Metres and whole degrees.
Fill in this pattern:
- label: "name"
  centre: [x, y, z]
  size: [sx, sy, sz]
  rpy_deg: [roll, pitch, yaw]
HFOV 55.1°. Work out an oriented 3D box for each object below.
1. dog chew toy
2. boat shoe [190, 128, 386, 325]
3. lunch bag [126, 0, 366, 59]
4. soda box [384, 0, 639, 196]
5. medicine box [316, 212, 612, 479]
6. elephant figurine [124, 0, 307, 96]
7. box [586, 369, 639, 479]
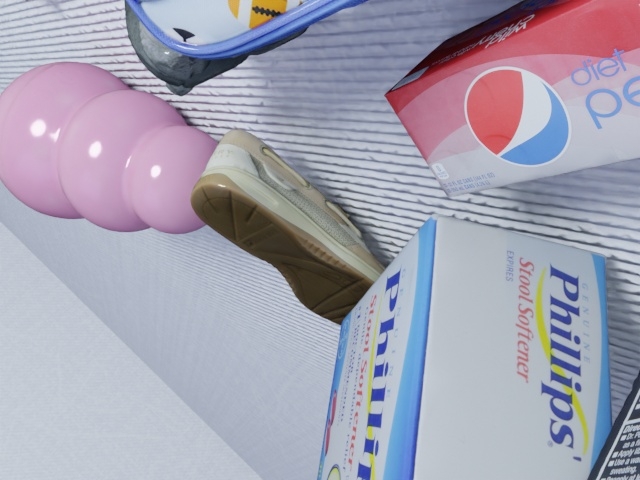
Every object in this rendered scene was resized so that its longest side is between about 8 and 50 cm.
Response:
- label: "dog chew toy"
  centre: [-0.254, -0.104, 0.775]
  size: [0.331, 0.207, 0.207]
  rpy_deg: [21, 144, 25]
- label: "boat shoe"
  centre: [0.000, 0.000, 0.664]
  size: [0.302, 0.098, 0.109]
  rpy_deg: [38, 139, -28]
- label: "lunch bag"
  centre: [0.007, -0.220, 0.257]
  size: [0.303, 0.115, 0.243]
  rpy_deg: [-12, 118, 32]
- label: "soda box"
  centre: [0.159, -0.098, 0.329]
  size: [0.092, 0.083, 0.263]
  rpy_deg: [54, 152, -16]
- label: "medicine box"
  centre: [0.100, 0.164, 0.521]
  size: [0.149, 0.264, 0.289]
  rpy_deg: [13, 153, -6]
- label: "elephant figurine"
  centre: [-0.108, -0.248, 0.454]
  size: [0.169, 0.185, 0.240]
  rpy_deg: [-75, -39, -72]
- label: "box"
  centre: [0.276, 0.136, 0.254]
  size: [0.182, 0.294, 0.296]
  rpy_deg: [41, 152, 2]
